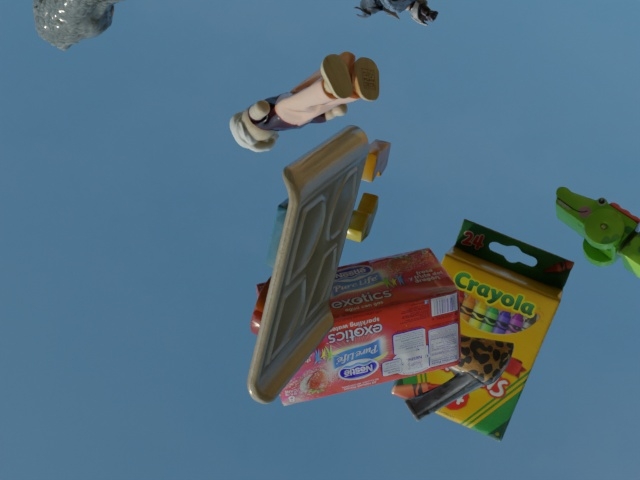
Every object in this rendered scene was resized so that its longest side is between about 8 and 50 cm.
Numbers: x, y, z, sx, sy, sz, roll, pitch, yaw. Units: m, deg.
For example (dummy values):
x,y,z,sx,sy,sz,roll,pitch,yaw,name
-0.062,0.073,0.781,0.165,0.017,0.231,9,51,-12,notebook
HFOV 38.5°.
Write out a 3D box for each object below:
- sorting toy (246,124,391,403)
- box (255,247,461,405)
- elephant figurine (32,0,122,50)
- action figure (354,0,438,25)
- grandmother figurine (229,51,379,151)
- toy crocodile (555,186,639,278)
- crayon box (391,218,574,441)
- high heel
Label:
x,y,z,sx,sy,sz,roll,pitch,yaw,name
0.000,0.000,0.933,0.041,0.229,0.307,16,-157,14,sorting toy
0.052,0.114,1.244,0.257,0.128,0.122,-12,-149,-8,box
-0.085,-0.175,0.342,0.169,0.239,0.186,-7,-79,-54,elephant figurine
0.188,-0.463,1.669,0.185,0.285,0.099,-3,-101,-63,action figure
-0.043,-0.237,1.622,0.208,0.342,0.104,8,-104,-38,grandmother figurine
0.523,0.017,1.489,0.105,0.115,0.340,-46,-120,-6,toy crocodile
0.266,0.148,1.522,0.202,0.318,0.081,22,-164,13,crayon box
0.163,0.121,1.398,0.186,0.093,0.261,-31,-95,2,high heel
